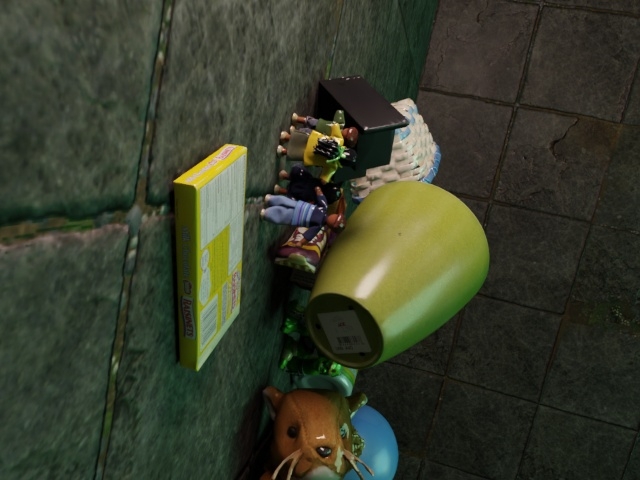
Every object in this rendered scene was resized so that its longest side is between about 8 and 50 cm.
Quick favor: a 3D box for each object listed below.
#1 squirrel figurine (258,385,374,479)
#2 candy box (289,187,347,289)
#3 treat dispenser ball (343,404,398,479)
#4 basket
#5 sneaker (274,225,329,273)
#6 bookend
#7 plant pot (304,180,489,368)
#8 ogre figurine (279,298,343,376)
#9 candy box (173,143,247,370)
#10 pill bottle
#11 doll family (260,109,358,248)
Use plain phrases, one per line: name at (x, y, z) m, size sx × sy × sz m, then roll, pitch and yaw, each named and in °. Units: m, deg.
squirrel figurine at (-0.033, 0.433, 0.946) m, size 0.397 × 0.281 × 0.370 m, roll -130°, pitch -137°, yaw -86°
candy box at (0.000, 0.000, 0.968) m, size 0.109 × 0.053 × 0.186 m, roll 57°, pitch 49°, yaw -76°
treat dispenser ball at (0.088, 0.633, 1.555) m, size 0.288 × 0.288 × 0.288 m, roll 13°, pitch 90°, yaw -79°
basket at (0.174, -0.152, 1.182) m, size 0.288 × 0.201 × 0.254 m, roll 63°, pitch 30°, yaw -22°
sneaker at (-0.025, 0.002, 0.811) m, size 0.185 × 0.070 × 0.083 m, roll -7°, pitch 113°, yaw -88°
bookend at (0.056, -0.147, 0.802) m, size 0.157 × 0.072 × 0.156 m, roll -123°, pitch -154°, yaw -43°
plant pot at (0.109, 0.075, 0.877) m, size 0.293 × 0.275 × 0.274 m, roll -40°, pitch 144°, yaw -50°
ogre figurine at (-0.011, 0.195, 0.974) m, size 0.097 × 0.118 × 0.197 m, roll -52°, pitch 153°, yaw -65°
candy box at (-0.107, 0.018, 0.512) m, size 0.105 × 0.027 × 0.205 m, roll -63°, pitch 163°, yaw -59°
pill bottle at (0.036, 0.230, 1.198) m, size 0.136 × 0.137 × 0.245 m, roll 91°, pitch 17°, yaw -48°
doll family at (-0.005, -0.084, 0.682) m, size 0.076 × 0.112 × 0.192 m, roll 3°, pitch 101°, yaw -79°
